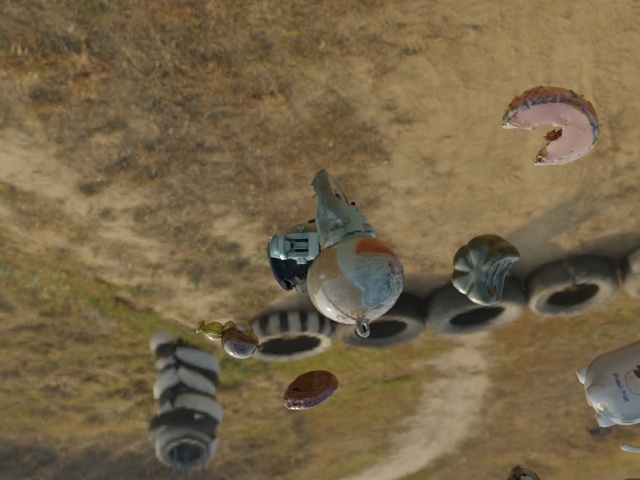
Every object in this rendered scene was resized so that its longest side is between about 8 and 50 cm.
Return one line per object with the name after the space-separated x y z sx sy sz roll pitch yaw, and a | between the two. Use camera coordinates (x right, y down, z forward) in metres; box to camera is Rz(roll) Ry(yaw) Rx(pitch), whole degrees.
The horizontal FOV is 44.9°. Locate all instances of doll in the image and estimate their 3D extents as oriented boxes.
-0.254 0.270 2.174 0.188 0.096 0.145 23 178 -21 | doll

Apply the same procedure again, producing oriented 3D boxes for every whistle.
0.058 0.012 1.457 0.189 0.347 0.189 -10 157 -4 | whistle

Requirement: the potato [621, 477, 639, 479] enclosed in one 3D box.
0.585 0.464 1.424 0.083 0.051 0.040 3 143 16 | potato

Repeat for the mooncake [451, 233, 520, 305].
0.405 0.072 1.897 0.168 0.175 0.104 -7 -177 39 | mooncake

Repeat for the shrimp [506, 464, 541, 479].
0.419 0.566 1.438 0.172 0.372 0.137 -7 123 8 | shrimp

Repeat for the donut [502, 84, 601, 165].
0.559 -0.281 1.845 0.199 0.085 0.233 -19 132 37 | donut

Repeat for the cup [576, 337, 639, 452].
0.540 0.269 1.346 0.142 0.173 0.134 -23 -172 10 | cup

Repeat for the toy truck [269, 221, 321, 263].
0.000 0.000 1.664 0.140 0.108 0.257 -1 -175 23 | toy truck

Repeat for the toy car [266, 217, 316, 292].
-0.033 0.034 2.106 0.235 0.172 0.158 -21 -174 -12 | toy car

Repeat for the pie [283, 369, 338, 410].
-0.031 0.465 2.412 0.182 0.049 0.182 -19 -162 7 | pie
